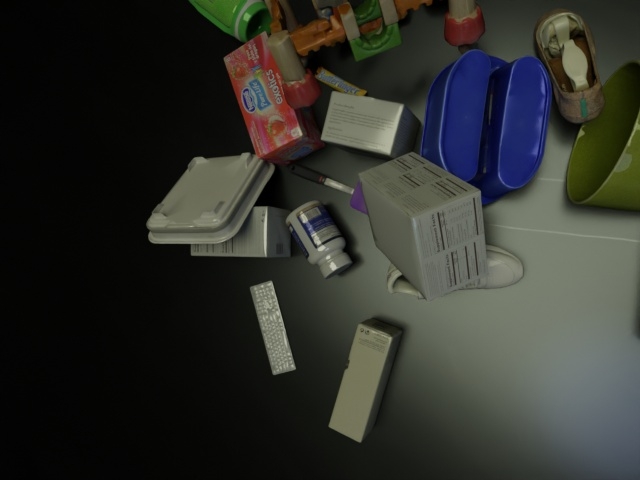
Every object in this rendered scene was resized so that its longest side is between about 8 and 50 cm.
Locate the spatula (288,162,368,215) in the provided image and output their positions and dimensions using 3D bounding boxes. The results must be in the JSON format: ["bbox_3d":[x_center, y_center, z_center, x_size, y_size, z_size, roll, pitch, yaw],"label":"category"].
[{"bbox_3d":[0.036,-0.151,1.250,0.296,0.030,0.084,25,98,22],"label":"spatula"}]

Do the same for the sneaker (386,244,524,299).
[{"bbox_3d":[0.295,0.088,1.065,0.305,0.152,0.114,-2,123,28],"label":"sneaker"}]

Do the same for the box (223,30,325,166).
[{"bbox_3d":[-0.121,-0.369,1.257,0.142,0.154,0.300,-23,82,22],"label":"box"}]

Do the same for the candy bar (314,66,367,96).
[{"bbox_3d":[0.051,-0.416,1.255,0.161,0.018,0.040,36,103,19],"label":"candy bar"}]

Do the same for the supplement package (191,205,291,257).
[{"bbox_3d":[-0.219,-0.021,1.300,0.244,0.139,0.134,0,88,25],"label":"supplement package"}]

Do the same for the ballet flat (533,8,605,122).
[{"bbox_3d":[0.504,-0.387,0.953,0.107,0.106,0.316,-20,59,26],"label":"ballet flat"}]

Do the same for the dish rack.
[{"bbox_3d":[-0.300,-0.130,1.260,0.285,0.072,0.333,1,46,23],"label":"dish rack"}]

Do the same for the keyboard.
[{"bbox_3d":[-0.135,0.246,1.328,0.072,0.014,0.256,-19,82,22],"label":"keyboard"}]

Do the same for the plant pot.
[{"bbox_3d":[0.671,-0.161,0.875,0.293,0.275,0.275,16,96,8],"label":"plant pot"}]

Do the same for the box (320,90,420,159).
[{"bbox_3d":[0.125,-0.267,1.132,0.181,0.182,0.119,18,98,23],"label":"box"}]

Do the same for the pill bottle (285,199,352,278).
[{"bbox_3d":[0.000,0.000,1.220,0.112,0.112,0.187,-35,77,19],"label":"pill bottle"}]

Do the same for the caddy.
[{"bbox_3d":[0.354,-0.249,1.039,0.241,0.179,0.341,7,92,1],"label":"caddy"}]

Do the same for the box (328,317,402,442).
[{"bbox_3d":[0.114,0.341,1.167,0.094,0.113,0.275,19,95,23],"label":"box"}]

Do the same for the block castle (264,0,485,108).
[{"bbox_3d":[0.105,-0.495,1.069,0.453,0.213,0.303,-18,50,11],"label":"block castle"}]

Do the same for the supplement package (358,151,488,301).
[{"bbox_3d":[0.211,-0.039,0.999,0.145,0.262,0.204,-22,121,-8],"label":"supplement package"}]

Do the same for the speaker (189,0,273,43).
[{"bbox_3d":[-0.271,-0.680,1.340,0.296,0.131,0.131,42,105,18],"label":"speaker"}]
